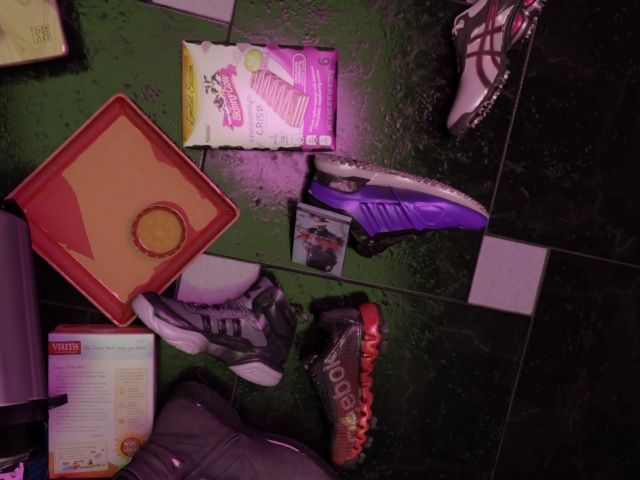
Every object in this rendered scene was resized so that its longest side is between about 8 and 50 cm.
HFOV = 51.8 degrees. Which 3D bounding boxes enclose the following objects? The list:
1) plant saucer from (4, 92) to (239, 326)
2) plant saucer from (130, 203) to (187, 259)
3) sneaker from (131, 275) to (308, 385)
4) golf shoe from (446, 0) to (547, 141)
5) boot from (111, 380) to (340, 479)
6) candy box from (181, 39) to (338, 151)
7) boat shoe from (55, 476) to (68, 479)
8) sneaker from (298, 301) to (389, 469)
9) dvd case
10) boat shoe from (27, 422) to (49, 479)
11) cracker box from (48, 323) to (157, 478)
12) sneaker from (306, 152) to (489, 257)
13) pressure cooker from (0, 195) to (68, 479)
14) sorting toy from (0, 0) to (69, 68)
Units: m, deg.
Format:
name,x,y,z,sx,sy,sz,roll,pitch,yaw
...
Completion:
name,x,y,z,sx,sy,sz,roll,pitch,yaw
plant saucer,-0.303,-0.044,1.011,0.259,0.048,0.258,-45,101,-2
plant saucer,-0.243,-0.013,0.993,0.084,0.013,0.083,-1,97,-8
sneaker,-0.145,0.109,1.021,0.269,0.101,0.153,32,88,-24
golf shoe,0.250,-0.291,1.051,0.120,0.105,0.272,26,87,5
boot,-0.132,0.383,0.991,0.338,0.222,0.118,31,122,-5
candy box,-0.093,-0.217,1.009,0.234,0.071,0.159,0,97,-8
boat shoe,-0.327,0.503,1.017,0.130,0.132,0.355,-42,119,-16
sneaker,0.027,0.232,1.069,0.135,0.097,0.275,5,94,-10
dvd case,0.000,0.000,1.031,0.087,0.013,0.119,18,132,10
boat shoe,-0.466,0.362,1.022,0.066,0.066,0.183,13,99,16
cracker box,-0.337,0.248,1.031,0.156,0.067,0.232,2,98,-9
sneaker,0.115,-0.037,1.055,0.294,0.102,0.146,14,101,-5
pressure cooker,-0.530,0.159,0.791,0.370,0.375,0.420,-10,79,-11
sorting toy,-0.504,-0.361,0.920,0.256,0.089,0.257,-12,99,-7
